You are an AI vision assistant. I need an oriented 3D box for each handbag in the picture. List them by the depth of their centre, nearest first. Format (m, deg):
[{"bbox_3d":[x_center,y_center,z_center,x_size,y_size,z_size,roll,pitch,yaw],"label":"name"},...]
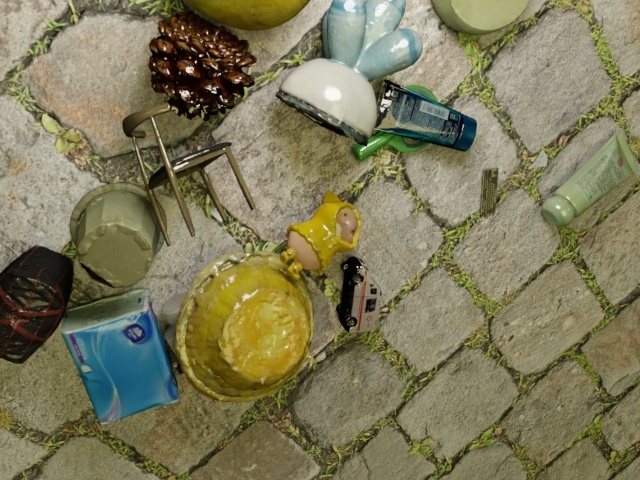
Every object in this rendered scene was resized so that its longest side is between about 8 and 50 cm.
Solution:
[{"bbox_3d":[-0.631,0.138,1.188,0.155,0.169,0.215,25,101,-23],"label":"handbag"}]

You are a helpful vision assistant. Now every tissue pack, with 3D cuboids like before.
[{"bbox_3d":[-0.466,0.271,1.303,0.198,0.146,0.263,-16,113,-13],"label":"tissue pack"}]

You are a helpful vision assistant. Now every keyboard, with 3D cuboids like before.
[{"bbox_3d":[0.465,-0.135,1.519,0.049,0.015,0.129,-8,111,-15],"label":"keyboard"}]

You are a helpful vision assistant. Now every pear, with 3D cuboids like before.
[{"bbox_3d":[-0.122,-0.554,1.033,0.304,0.304,0.304,-6,111,-16],"label":"pear"}]

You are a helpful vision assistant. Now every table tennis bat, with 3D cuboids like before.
[{"bbox_3d":[0.190,-0.277,1.370,0.257,0.039,0.160,-33,115,-6],"label":"table tennis bat"}]

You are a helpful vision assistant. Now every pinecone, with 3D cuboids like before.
[{"bbox_3d":[-0.245,-0.343,1.121,0.221,0.221,0.221,-6,111,-16],"label":"pinecone"}]

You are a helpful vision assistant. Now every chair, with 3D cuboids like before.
[{"bbox_3d":[-0.283,-0.150,1.165,0.166,0.188,0.272,-28,98,-33],"label":"chair"}]

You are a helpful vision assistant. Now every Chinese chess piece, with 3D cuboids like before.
[{"bbox_3d":[0.371,-0.604,1.268,0.250,0.101,0.250,-6,111,-15],"label":"Chinese chess piece"}]

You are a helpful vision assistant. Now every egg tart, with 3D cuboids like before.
[{"bbox_3d":[-0.153,0.213,1.316,0.388,0.169,0.388,-4,98,-32],"label":"egg tart"}]

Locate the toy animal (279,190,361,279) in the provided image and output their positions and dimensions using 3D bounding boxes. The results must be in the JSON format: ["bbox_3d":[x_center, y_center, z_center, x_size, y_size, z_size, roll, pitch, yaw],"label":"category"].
[{"bbox_3d":[-0.002,-0.004,1.345,0.230,0.156,0.156,-39,119,-28],"label":"toy animal"}]

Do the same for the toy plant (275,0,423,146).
[{"bbox_3d":[0.078,-0.398,1.194,0.247,0.247,0.332,26,96,-24],"label":"toy plant"}]

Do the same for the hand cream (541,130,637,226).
[{"bbox_3d":[0.765,-0.161,1.565,0.306,0.093,0.147,-39,111,-3],"label":"hand cream"}]

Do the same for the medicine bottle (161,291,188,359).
[{"bbox_3d":[-0.311,0.227,1.367,0.132,0.088,0.188,-26,115,-9],"label":"medicine bottle"}]

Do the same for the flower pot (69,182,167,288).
[{"bbox_3d":[-0.441,0.003,1.186,0.212,0.202,0.212,-5,112,-12],"label":"flower pot"}]

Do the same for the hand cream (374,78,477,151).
[{"bbox_3d":[0.256,-0.294,1.349,0.270,0.061,0.120,13,98,-21],"label":"hand cream"}]

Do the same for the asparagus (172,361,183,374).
[{"bbox_3d":[-0.356,0.320,1.383,0.015,0.127,0.018,16,67,-1],"label":"asparagus"}]

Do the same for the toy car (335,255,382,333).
[{"bbox_3d":[0.110,0.142,1.470,0.108,0.089,0.209,-2,112,-18],"label":"toy car"}]
